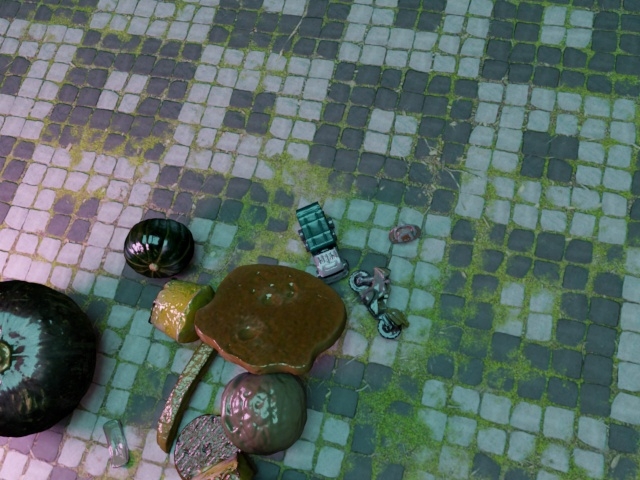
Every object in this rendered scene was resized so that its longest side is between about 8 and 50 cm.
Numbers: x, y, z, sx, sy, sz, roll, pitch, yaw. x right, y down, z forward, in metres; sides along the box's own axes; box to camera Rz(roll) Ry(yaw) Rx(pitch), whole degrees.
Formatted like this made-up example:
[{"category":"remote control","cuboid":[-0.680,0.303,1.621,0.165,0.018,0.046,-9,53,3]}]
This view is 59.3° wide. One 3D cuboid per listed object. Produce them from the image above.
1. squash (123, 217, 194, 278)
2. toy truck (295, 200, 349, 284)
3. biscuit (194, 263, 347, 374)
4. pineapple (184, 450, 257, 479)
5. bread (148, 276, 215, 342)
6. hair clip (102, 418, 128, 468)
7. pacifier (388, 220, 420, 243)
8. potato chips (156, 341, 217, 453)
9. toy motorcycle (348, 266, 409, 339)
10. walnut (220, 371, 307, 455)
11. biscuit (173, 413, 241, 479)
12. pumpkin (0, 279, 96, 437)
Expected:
[{"category":"squash","cuboid":[-0.495,0.022,1.734,0.218,0.218,0.172,5,40,10]},{"category":"toy truck","cuboid":[0.000,0.000,1.719,0.114,0.124,0.253,-23,68,2]},{"category":"biscuit","cuboid":[-0.132,0.216,1.585,0.385,0.062,0.365,21,47,18]},{"category":"pineapple","cuboid":[-0.251,0.638,1.492,0.236,0.186,0.114,-29,91,36]},{"category":"bread","cuboid":[-0.400,0.206,1.665,0.171,0.197,0.197,19,75,20]},{"category":"hair clip","cuboid":[-0.601,0.596,1.651,0.054,0.022,0.137,-23,70,-1]},{"category":"pacifier","cuboid":[0.255,-0.034,1.724,0.099,0.081,0.078,-11,42,4]},{"category":"potato chips","cuboid":[-0.383,0.421,1.653,0.057,0.080,0.407,20,74,25]},{"category":"toy motorcycle","cuboid":[0.184,0.170,1.649,0.130,0.094,0.229,-31,75,-5]},{"category":"walnut","cuboid":[-0.150,0.462,1.521,0.248,0.248,0.248,-2,71,7]},{"category":"biscuit","cuboid":[-0.315,0.602,1.600,0.212,0.036,0.212,-2,73,7]},{"category":"pumpkin","cuboid":[-0.874,0.334,1.609,0.455,0.344,0.454,2,78,-7]}]
